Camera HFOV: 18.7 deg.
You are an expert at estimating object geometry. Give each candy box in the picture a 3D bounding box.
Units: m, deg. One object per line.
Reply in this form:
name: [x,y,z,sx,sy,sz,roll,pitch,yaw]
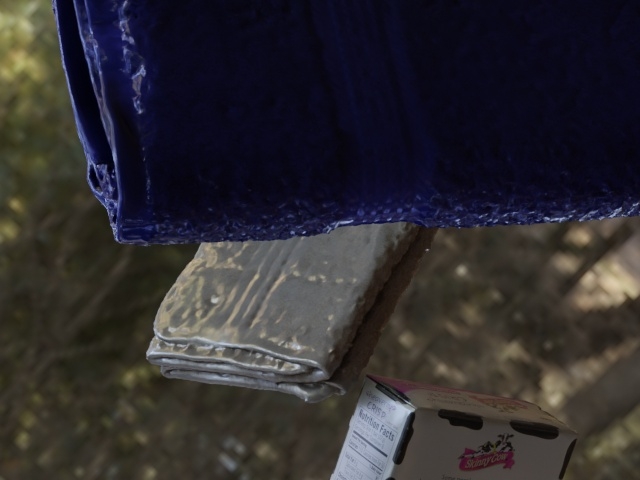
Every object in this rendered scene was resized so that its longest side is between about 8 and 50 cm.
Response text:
candy box: [0.074,0.224,1.415,0.159,0.233,0.071,13,-169,-35]

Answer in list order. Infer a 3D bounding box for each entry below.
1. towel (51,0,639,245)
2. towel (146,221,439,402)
towel: [0.023,-0.101,0.958,0.076,0.308,0.227,121,142,-59]
towel: [0.000,0.000,1.478,0.187,0.282,0.049,6,142,37]
